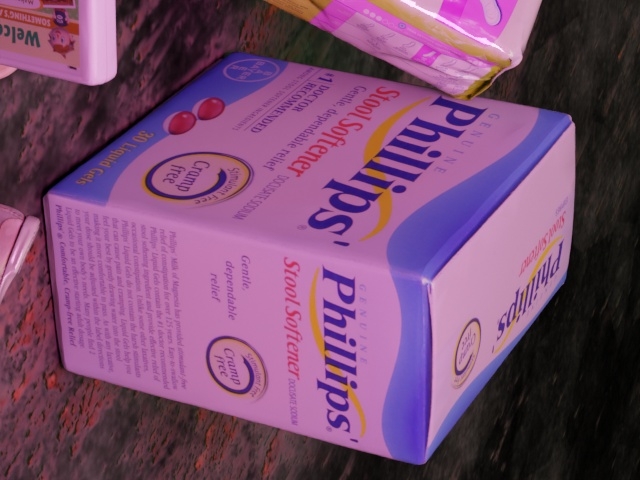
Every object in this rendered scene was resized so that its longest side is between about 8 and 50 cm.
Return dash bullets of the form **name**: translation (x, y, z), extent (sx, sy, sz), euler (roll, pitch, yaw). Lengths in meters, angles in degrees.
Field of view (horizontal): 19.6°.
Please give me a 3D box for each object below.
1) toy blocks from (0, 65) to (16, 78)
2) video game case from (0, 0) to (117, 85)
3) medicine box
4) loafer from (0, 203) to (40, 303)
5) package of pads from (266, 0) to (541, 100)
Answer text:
- **toy blocks**: translation (-0.213, -0.172, 1.060), extent (0.148, 0.054, 0.123), euler (37, 67, -63)
- **video game case**: translation (-0.187, -0.189, 0.917), extent (0.023, 0.212, 0.193), euler (-26, 125, -51)
- **medicine box**: translation (0.000, 0.000, 1.308), extent (0.263, 0.289, 0.149), euler (-45, 140, -50)
- **loafer**: translation (-0.219, 0.035, 1.170), extent (0.125, 0.039, 0.045), euler (-66, -174, -17)
- **package of pads**: translation (0.032, -0.255, 1.297), extent (0.229, 0.297, 0.101), euler (-68, -167, -21)
